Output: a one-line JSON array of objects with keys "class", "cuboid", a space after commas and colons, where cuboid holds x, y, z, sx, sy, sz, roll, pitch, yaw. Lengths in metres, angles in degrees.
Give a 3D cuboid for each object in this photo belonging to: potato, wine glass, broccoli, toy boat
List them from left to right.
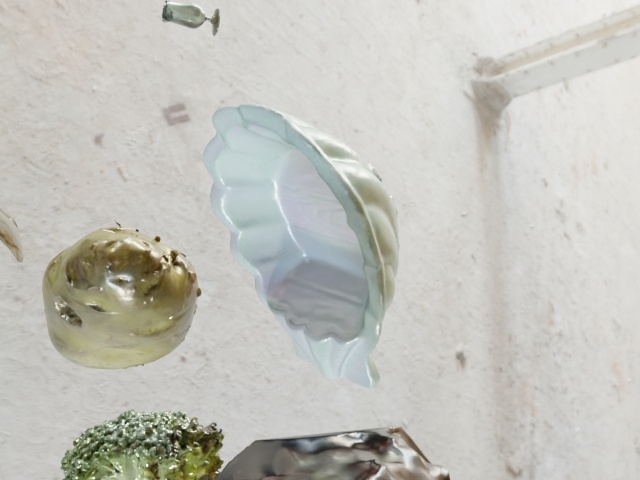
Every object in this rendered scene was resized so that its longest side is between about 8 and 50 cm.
[{"class": "potato", "cuboid": [-0.253, 0.072, 0.806, 0.191, 0.296, 0.141, 3, 63, -18]}, {"class": "broccoli", "cuboid": [-0.381, 0.475, 1.377, 0.324, 0.334, 0.272, -63, 139, -62]}, {"class": "wine glass", "cuboid": [-0.193, -0.330, 0.932, 0.083, 0.042, 0.039, -1, 62, -28]}, {"class": "toy boat", "cuboid": [0.000, 0.000, 0.571, 0.100, 0.199, 0.290, -35, 127, -34]}]

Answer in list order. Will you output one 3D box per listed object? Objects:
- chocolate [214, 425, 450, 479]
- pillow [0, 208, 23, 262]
[{"class": "chocolate", "cuboid": [0.046, 0.217, 0.337, 0.224, 0.177, 0.207, 4, 77, -29]}, {"class": "pillow", "cuboid": [-0.739, -0.043, 1.436, 0.218, 0.033, 0.130, 79, -12, -58]}]
